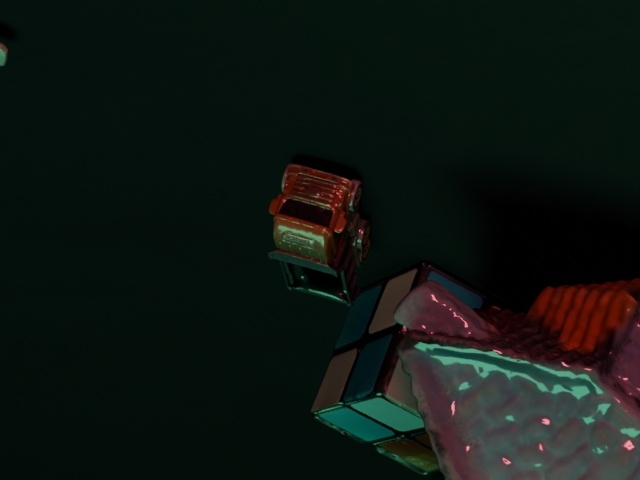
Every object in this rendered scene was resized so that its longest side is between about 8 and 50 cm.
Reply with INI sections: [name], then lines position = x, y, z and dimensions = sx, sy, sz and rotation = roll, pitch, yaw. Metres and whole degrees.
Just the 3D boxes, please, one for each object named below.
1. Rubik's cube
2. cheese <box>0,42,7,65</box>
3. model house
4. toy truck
[Rubik's cube]
position = 0.120, 0.150, 2.139
dimensions = 0.180, 0.167, 0.183
rotation = 29, 155, -15
[cheese]
position = -0.430, -0.228, 1.910
dimensions = 0.251, 0.054, 0.127
rotation = 21, 157, -3
[model house]
position = 0.245, 0.145, 1.910
dimensions = 0.339, 0.297, 0.360
rotation = 39, -166, 11
[toy truck]
position = 0.000, 0.000, 2.002
dimensions = 0.083, 0.092, 0.192
rotation = 16, 156, 14
